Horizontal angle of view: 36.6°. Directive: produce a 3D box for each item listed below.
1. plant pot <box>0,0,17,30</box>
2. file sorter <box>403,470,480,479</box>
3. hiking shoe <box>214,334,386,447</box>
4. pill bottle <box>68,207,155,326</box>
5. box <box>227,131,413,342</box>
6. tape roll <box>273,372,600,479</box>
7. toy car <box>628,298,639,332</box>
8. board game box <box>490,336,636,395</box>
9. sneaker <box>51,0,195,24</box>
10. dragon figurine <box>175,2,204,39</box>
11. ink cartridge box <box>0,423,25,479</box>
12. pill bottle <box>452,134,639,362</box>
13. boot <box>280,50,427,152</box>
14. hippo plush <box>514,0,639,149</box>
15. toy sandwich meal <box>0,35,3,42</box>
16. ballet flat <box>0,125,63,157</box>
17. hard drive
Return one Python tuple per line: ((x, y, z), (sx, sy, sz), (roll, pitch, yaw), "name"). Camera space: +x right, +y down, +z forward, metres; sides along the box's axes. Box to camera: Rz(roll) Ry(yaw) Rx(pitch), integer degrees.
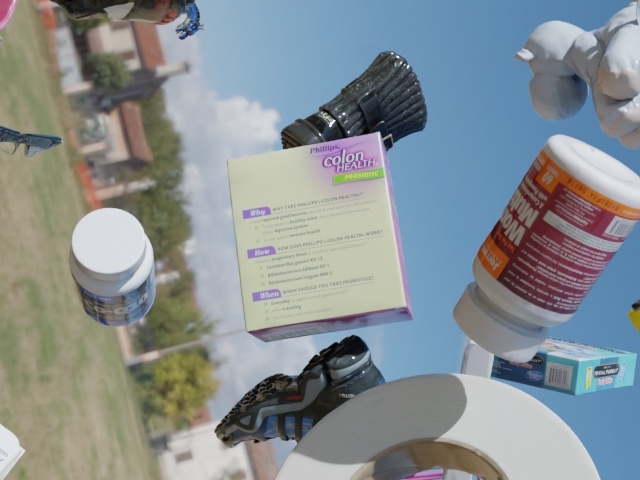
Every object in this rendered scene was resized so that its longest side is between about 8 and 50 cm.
((-0.514, -0.368, 1.246), (0.201, 0.180, 0.201), (2, 90, -81), "plant pot")
((0.206, 0.490, 1.791), (0.290, 0.182, 0.202), (-98, -178, -53), "file sorter")
((-0.028, 0.252, 1.362), (0.304, 0.113, 0.132), (-31, -83, 37), "hiking shoe")
((-0.197, 0.026, 0.921), (0.137, 0.078, 0.078), (108, -34, -66), "pill bottle")
((0.000, 0.000, 1.318), (0.117, 0.213, 0.243), (52, 29, -74), "box")
((0.119, 0.324, 1.055), (0.392, 0.392, 0.072), (-116, -179, -46), "tape roll")
((0.528, 0.047, 1.356), (0.239, 0.053, 0.225), (7, -58, 54), "toy car")
((0.517, 0.269, 2.147), (0.254, 0.336, 0.079), (9, -87, 37), "board game box")
((-0.258, -0.319, 1.203), (0.276, 0.135, 0.097), (19, -68, 52), "sneaker")
((-0.250, -0.573, 2.088), (0.144, 0.289, 0.085), (38, -3, -30), "dragon figurine")
((-0.651, 0.344, 1.408), (0.279, 0.160, 0.385), (41, -52, -8), "ink cartridge box")
((0.234, 0.012, 1.006), (0.221, 0.121, 0.121), (-61, -149, 23), "pill bottle")
((0.068, -0.157, 1.759), (0.131, 0.260, 0.348), (42, -22, 22), "boot")
((0.450, -0.299, 1.656), (0.236, 0.234, 0.294), (5, -63, 33), "hippo plush")
((-0.573, -0.335, 1.612), (0.085, 0.085, 0.029), (-143, -142, -73), "toy sandwich meal")
((-0.416, -0.136, 1.344), (0.041, 0.114, 0.041), (-16, -111, 51), "ballet flat")
((0.244, 0.223, 1.578), (0.353, 0.047, 0.233), (-49, 147, -74), "hard drive")
